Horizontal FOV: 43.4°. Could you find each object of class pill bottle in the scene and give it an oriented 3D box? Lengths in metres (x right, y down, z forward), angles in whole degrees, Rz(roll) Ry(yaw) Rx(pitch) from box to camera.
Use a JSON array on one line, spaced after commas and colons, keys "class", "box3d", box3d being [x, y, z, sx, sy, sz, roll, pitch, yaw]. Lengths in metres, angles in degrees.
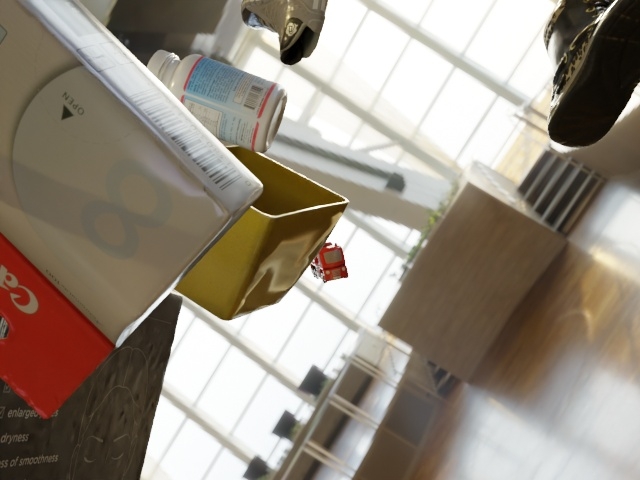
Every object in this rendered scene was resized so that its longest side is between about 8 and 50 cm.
[{"class": "pill bottle", "box3d": [-0.126, -0.168, 0.956, 0.087, 0.160, 0.087, 21, -90, -87]}]

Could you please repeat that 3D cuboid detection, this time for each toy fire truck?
[{"class": "toy fire truck", "box3d": [0.000, 0.000, 1.454, 0.192, 0.047, 0.135, -161, 58, -79]}]

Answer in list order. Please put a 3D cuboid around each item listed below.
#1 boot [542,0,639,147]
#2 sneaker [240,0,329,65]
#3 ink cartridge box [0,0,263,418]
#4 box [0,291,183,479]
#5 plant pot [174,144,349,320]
[{"class": "boot", "box3d": [0.306, -0.234, 0.843, 0.236, 0.085, 0.178, 116, 167, -46]}, {"class": "sneaker", "box3d": [-0.070, -0.357, 1.363, 0.229, 0.086, 0.132, -2, 81, 54]}, {"class": "ink cartridge box", "box3d": [-0.286, -0.022, 0.742, 0.385, 0.308, 0.091, -45, 2, 24]}, {"class": "box", "box3d": [-0.452, 0.242, 1.105, 0.480, 0.298, 0.471, 46, -123, -73]}, {"class": "plant pot", "box3d": [-0.121, -0.008, 1.162, 0.212, 0.212, 0.187, -16, -49, -58]}]
